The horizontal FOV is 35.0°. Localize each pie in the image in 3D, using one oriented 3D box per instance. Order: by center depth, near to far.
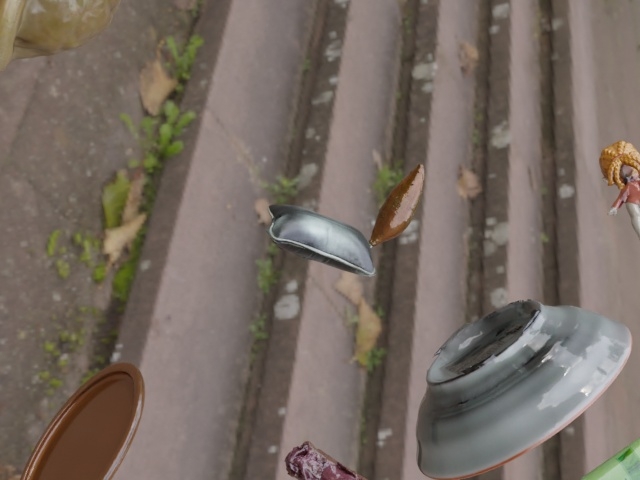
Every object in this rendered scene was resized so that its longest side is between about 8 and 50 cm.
[{"bbox_3d":[0.050,0.338,1.347,0.204,0.218,0.054,41,75,-39],"label":"pie"}]

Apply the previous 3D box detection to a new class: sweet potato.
[{"bbox_3d":[0.079,-0.033,1.002,0.095,0.034,0.034,-57,160,11],"label":"sweet potato"}]

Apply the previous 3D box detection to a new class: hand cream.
[{"bbox_3d":[0.390,0.312,1.316,0.095,0.175,0.046,62,-6,-28],"label":"hand cream"}]

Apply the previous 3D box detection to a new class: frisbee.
[{"bbox_3d":[-0.304,0.264,1.275,0.021,0.250,0.251,40,41,-25],"label":"frisbee"}]

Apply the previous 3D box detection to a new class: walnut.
[{"bbox_3d":[-0.379,-0.341,1.220,0.296,0.285,0.285,19,59,-28],"label":"walnut"}]

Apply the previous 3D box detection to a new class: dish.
[{"bbox_3d":[0.187,0.131,1.051,0.085,0.260,0.260,54,27,-5],"label":"dish"}]

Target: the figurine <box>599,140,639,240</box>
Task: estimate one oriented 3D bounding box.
[{"bbox_3d":[0.297,-0.047,0.956,0.047,0.064,0.109,49,23,-53],"label":"figurine"}]

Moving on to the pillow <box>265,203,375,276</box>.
[{"bbox_3d":[0.001,-0.002,1.162,0.091,0.135,0.055,-178,-75,-79],"label":"pillow"}]
